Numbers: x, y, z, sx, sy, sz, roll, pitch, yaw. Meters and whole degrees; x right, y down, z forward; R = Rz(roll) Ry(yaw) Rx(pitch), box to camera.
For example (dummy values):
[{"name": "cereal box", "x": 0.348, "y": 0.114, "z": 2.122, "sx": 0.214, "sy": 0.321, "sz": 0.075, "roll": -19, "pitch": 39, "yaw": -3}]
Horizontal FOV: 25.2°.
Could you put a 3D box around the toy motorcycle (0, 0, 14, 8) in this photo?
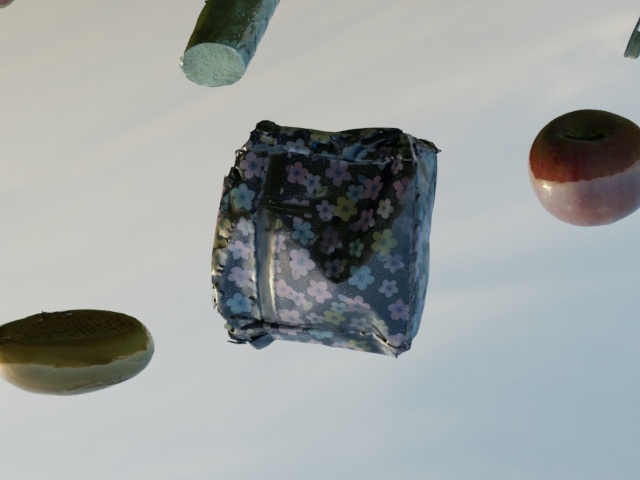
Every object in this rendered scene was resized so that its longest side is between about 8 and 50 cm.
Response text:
[{"name": "toy motorcycle", "x": -0.480, "y": -0.412, "z": 1.957, "sx": 0.171, "sy": 0.298, "sz": 0.089, "roll": -12, "pitch": 165, "yaw": 28}]

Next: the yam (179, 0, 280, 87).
[{"name": "yam", "x": -0.089, "y": -0.244, "z": 1.533, "sx": 0.078, "sy": 0.078, "sz": 0.179, "roll": -10, "pitch": -136, "yaw": 36}]

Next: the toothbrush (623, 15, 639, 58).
[{"name": "toothbrush", "x": 0.354, "y": -0.277, "z": 1.476, "sx": 0.017, "sy": 0.194, "sz": 0.014, "roll": 21, "pitch": 178, "yaw": 16}]

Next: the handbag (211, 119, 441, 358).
[{"name": "handbag", "x": 0.000, "y": 0.000, "z": 1.336, "sx": 0.208, "sy": 0.228, "sz": 0.127, "roll": 7, "pitch": -163, "yaw": 12}]

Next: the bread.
[{"name": "bread", "x": -0.261, "y": 0.119, "z": 1.483, "sx": 0.189, "sy": 0.077, "sz": 0.114, "roll": -7, "pitch": -145, "yaw": -37}]

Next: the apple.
[{"name": "apple", "x": 0.327, "y": -0.084, "z": 1.725, "sx": 0.153, "sy": 0.120, "sz": 0.153, "roll": -7, "pitch": -147, "yaw": 5}]
